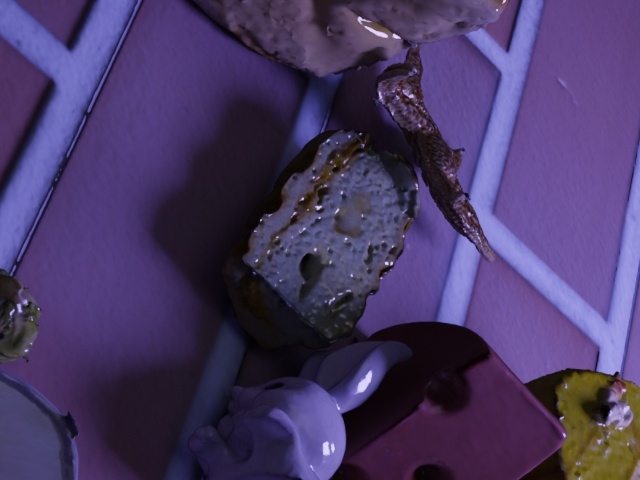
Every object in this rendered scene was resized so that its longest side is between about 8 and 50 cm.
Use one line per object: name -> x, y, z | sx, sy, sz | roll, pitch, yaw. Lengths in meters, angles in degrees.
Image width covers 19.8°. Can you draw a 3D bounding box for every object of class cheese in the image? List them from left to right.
cheese -> 0.103, 0.151, 1.535 | 0.128, 0.177, 0.203 | 48, 42, -19

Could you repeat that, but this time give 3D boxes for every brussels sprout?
brussels sprout -> -0.237, 0.049, 1.316 | 0.085, 0.058, 0.085 | 14, 58, -23

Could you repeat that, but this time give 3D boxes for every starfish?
starfish -> 0.110, -0.085, 1.711 | 0.235, 0.062, 0.277 | 58, 9, -33

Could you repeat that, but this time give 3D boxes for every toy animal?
toy animal -> -0.021, 0.135, 1.467 | 0.131, 0.104, 0.220 | 37, 41, -14

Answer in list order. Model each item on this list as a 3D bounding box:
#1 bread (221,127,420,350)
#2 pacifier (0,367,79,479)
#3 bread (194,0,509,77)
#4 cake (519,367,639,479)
bread -> 0.000, 0.000, 1.580 | 0.128, 0.088, 0.232 | 43, 48, -9
pacifier -> -0.221, 0.219, 1.118 | 0.220, 0.273, 0.332 | -11, 74, -64
bread -> 0.005, -0.384, 1.633 | 0.390, 0.279, 0.371 | 38, 48, -29
cake -> 0.235, 0.252, 1.655 | 0.179, 0.156, 0.260 | 18, 59, -34
